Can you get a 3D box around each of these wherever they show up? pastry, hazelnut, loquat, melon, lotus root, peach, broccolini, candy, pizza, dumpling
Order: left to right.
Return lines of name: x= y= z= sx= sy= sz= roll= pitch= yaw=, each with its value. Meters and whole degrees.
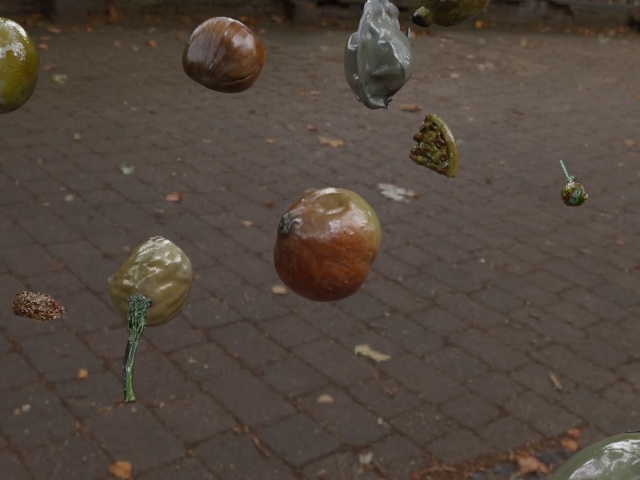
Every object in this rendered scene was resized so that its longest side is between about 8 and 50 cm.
loquat: x=-0.563 y=-0.300 z=1.380 sx=0.152 sy=0.152 sz=0.195 roll=4 pitch=49 yaw=-5
pastry: x=-0.689 y=0.155 z=1.918 sx=0.169 sy=0.063 sz=0.087 roll=3 pitch=19 yaw=40
broccolini: x=-0.364 y=0.207 z=1.553 sx=0.054 sy=0.051 sz=0.239 roll=3 pitch=51 yaw=-9
hazelnut: x=-0.488 y=0.122 z=2.262 sx=0.241 sy=0.261 sz=0.261 roll=15 pitch=21 yaw=-2
hazelnut: x=-0.184 y=-0.342 z=1.506 sx=0.150 sy=0.150 sz=0.150 roll=5 pitch=21 yaw=-2
peach: x=0.000 y=0.000 z=1.454 sx=0.232 sy=0.232 sz=0.232 roll=5 pitch=21 yaw=-2
dumpling: x=0.118 y=-0.441 z=1.871 sx=0.204 sy=0.293 sz=0.163 roll=32 pitch=-29 yaw=-30
pizza: x=0.285 y=-0.228 z=2.024 sx=0.134 sy=0.175 sz=0.046 roll=-31 pitch=-7 yaw=36
lotus root: x=0.287 y=-0.531 z=1.711 sx=0.214 sy=0.138 sz=0.138 roll=-47 pitch=42 yaw=-12
candy: x=0.587 y=-0.143 z=1.881 sx=0.060 sy=0.060 sz=0.201 roll=7 pitch=33 yaw=1
melon: x=0.515 y=0.459 z=1.304 sx=0.330 sy=0.268 sz=0.268 roll=-33 pitch=25 yaw=3
